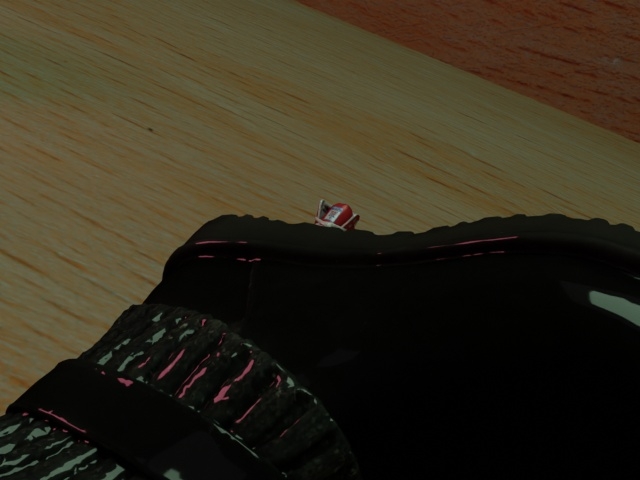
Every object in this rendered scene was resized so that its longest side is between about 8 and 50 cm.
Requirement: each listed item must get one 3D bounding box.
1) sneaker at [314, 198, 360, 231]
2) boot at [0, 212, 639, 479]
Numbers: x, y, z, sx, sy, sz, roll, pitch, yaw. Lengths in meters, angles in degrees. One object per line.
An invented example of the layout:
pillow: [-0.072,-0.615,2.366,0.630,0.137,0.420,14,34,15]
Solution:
sneaker: [0.000,0.000,1.006,0.042,0.067,0.118,24,21,15]
boot: [0.002,0.104,0.475,0.347,0.131,0.260,1,29,32]
